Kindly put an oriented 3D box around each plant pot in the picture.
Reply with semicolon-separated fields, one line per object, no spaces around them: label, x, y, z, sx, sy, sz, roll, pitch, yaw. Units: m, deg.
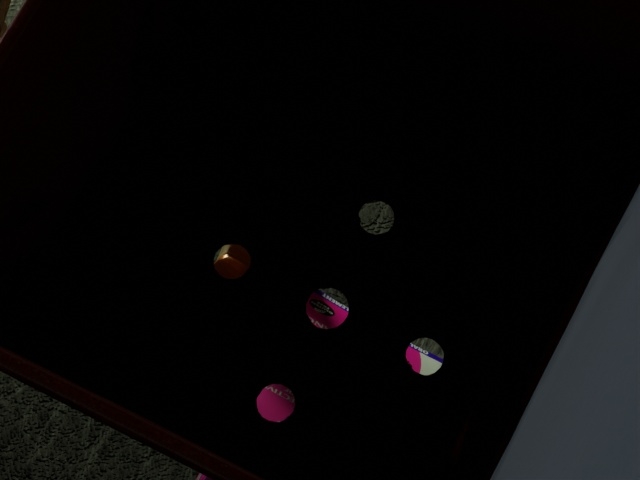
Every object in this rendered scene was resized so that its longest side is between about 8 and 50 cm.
plant pot;0.000;0.000;0.811;0.267;0.267;0.236;-61;-11;-16

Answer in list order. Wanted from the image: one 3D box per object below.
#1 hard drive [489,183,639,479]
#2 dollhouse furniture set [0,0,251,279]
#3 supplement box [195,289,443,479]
hard drive;0.060;0.086;0.391;0.353;0.047;0.233;-62;0;-15
dollhouse furniture set;-0.120;-0.027;1.073;0.135;0.262;0.259;-56;6;-16
supplement box;-0.005;0.132;1.112;0.114;0.111;0.220;-60;1;23
